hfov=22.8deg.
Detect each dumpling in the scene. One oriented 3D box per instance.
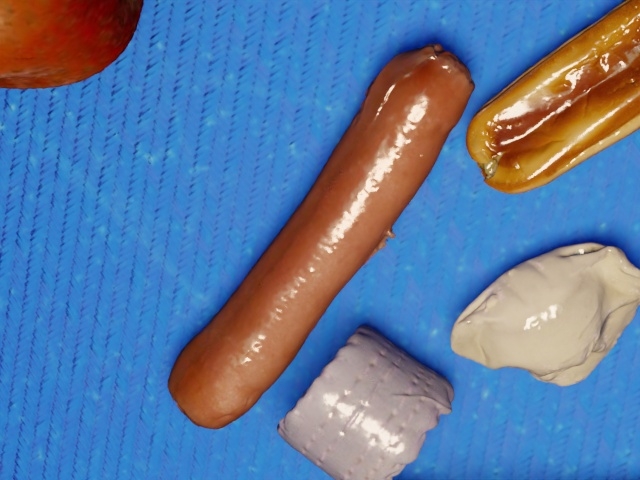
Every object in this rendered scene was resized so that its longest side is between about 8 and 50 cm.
[{"bbox_3d":[0.211,0.080,1.443,0.169,0.100,0.134,-39,130,-8],"label":"dumpling"}]

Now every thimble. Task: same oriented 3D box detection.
[{"bbox_3d":[0.043,0.157,1.441,0.118,0.151,0.127,38,112,5],"label":"thimble"}]

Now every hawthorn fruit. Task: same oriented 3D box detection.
[{"bbox_3d":[-0.306,-0.234,1.381,0.300,0.254,0.254,-21,96,18],"label":"hawthorn fruit"}]

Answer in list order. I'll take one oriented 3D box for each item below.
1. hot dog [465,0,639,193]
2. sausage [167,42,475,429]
[{"bbox_3d":[0.243,-0.132,1.406,0.249,0.068,0.100,-34,83,10],"label":"hot dog"},{"bbox_3d":[0.000,0.000,1.453,0.094,0.094,0.419,28,104,-28],"label":"sausage"}]
